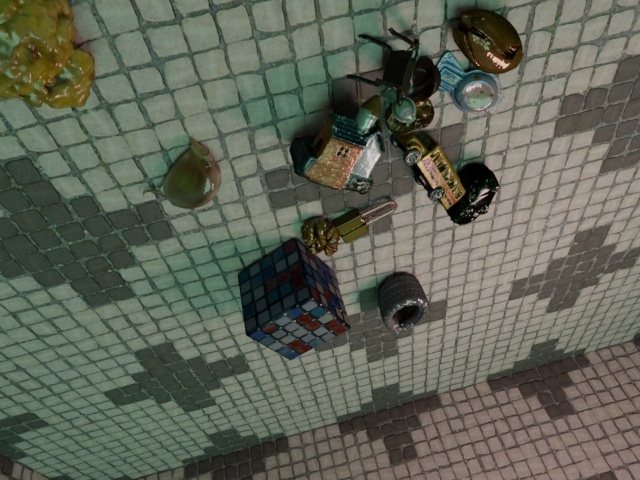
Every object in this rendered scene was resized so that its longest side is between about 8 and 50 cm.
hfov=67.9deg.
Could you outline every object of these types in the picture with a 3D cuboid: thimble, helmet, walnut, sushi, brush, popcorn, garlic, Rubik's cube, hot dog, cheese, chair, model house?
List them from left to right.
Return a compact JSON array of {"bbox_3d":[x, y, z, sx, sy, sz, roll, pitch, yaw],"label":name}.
[{"bbox_3d":[-0.624,-0.403,0.990,0.264,0.225,0.332,-28,149,6],"label":"popcorn"},{"bbox_3d":[-0.396,-0.157,1.414,0.266,0.149,0.128,-37,171,15],"label":"garlic"},{"bbox_3d":[-0.101,0.223,1.760,0.291,0.287,0.293,-30,137,15],"label":"Rubik's cube"},{"bbox_3d":[0.000,0.000,1.696,0.142,0.069,0.170,4,141,17],"label":"walnut"},{"bbox_3d":[0.085,-0.294,1.348,0.252,0.185,0.291,15,128,-29],"label":"model house"},{"bbox_3d":[0.167,-0.081,1.704,0.233,0.047,0.103,-28,137,10],"label":"brush"},{"bbox_3d":[0.196,-0.448,1.240,0.213,0.149,0.175,8,103,-35],"label":"chair"},{"bbox_3d":[0.230,-0.389,1.361,0.067,0.121,0.026,-33,178,17],"label":"cheese"},{"bbox_3d":[0.350,0.265,2.040,0.204,0.172,0.237,-13,136,0],"label":"thimble"},{"bbox_3d":[0.265,-0.370,1.408,0.147,0.065,0.099,-19,104,3],"label":"hot dog"},{"bbox_3d":[0.309,-0.456,1.333,0.057,0.089,0.111,-17,122,-28],"label":"helmet"},{"bbox_3d":[0.430,-0.447,1.390,0.244,0.052,0.135,20,127,-20],"label":"cheese"},{"bbox_3d":[0.530,-0.157,1.680,0.124,0.127,0.225,4,135,-23],"label":"sushi"},{"bbox_3d":[0.445,-0.528,1.262,0.245,0.137,0.137,27,123,-26],"label":"walnut"}]

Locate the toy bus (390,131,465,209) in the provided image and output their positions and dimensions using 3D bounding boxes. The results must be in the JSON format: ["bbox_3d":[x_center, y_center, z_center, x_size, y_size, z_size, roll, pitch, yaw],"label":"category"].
[{"bbox_3d":[0.354,-0.240,1.542,0.123,0.121,0.335,-36,134,11],"label":"toy bus"}]
